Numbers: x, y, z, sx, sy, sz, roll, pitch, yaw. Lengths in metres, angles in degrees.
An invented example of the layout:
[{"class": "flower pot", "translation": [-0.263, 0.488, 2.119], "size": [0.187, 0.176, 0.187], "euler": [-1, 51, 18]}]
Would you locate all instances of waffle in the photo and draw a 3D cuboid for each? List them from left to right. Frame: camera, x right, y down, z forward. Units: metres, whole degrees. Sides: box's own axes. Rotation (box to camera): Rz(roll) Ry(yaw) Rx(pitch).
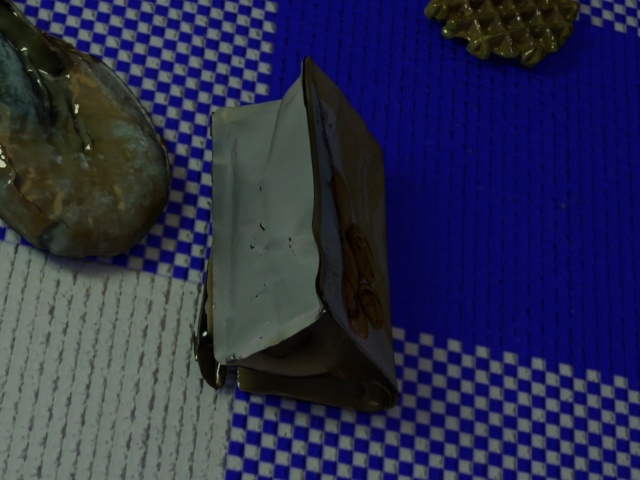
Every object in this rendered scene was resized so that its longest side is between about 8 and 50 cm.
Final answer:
[{"class": "waffle", "translation": [0.225, -0.279, 2.123], "size": [0.161, 0.046, 0.192], "euler": [33, 52, 4]}]

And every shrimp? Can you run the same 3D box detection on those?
[{"class": "shrimp", "translation": [-0.308, -0.171, 1.832], "size": [0.221, 0.110, 0.445], "euler": [-20, 69, -36]}]

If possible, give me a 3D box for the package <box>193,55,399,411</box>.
[{"class": "package", "translation": [-0.032, 0.006, 1.794], "size": [0.165, 0.221, 0.311], "euler": [-15, 56, 19]}]
